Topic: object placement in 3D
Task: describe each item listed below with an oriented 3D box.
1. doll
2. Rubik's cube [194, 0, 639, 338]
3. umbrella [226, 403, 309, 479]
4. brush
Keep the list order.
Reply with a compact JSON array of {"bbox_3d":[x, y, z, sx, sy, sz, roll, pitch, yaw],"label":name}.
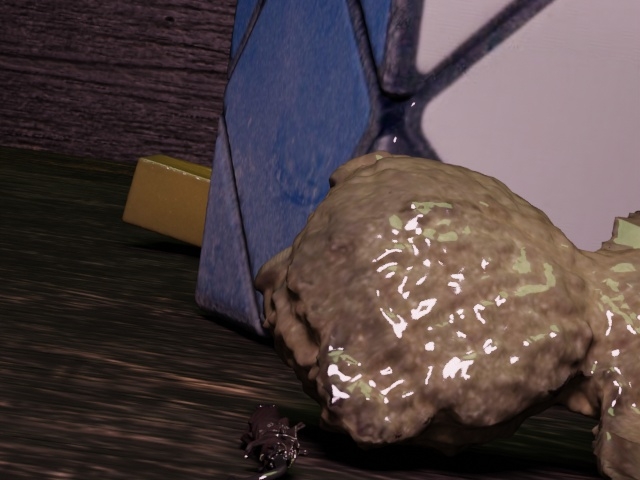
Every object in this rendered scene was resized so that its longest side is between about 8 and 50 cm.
[{"bbox_3d":[0.129,0.037,0.617,0.286,0.091,0.203,-5,41,-19],"label":"doll"},{"bbox_3d":[0.080,-0.047,0.850,0.207,0.205,0.205,6,4,-20],"label":"Rubik's cube"},{"bbox_3d":[-0.013,0.057,0.562,0.022,0.013,0.122,-13,5,2],"label":"umbrella"},{"bbox_3d":[0.000,0.000,1.249,0.233,0.047,0.103,17,5,10],"label":"brush"}]
